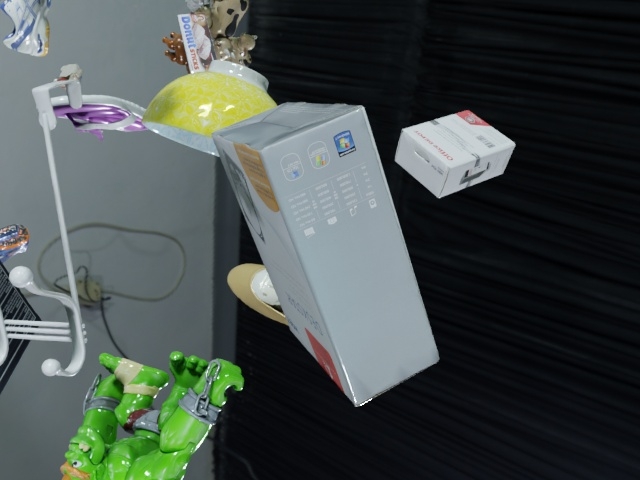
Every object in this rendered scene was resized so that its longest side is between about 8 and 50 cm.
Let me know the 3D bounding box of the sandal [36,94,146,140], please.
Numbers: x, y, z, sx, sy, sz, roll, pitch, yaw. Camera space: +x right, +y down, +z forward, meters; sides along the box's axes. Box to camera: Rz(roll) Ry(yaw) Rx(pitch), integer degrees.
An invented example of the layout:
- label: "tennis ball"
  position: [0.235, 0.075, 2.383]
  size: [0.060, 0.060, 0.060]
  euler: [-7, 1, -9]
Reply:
- label: "sandal"
  position: [-0.614, -0.341, 1.744]
  size: [0.416, 0.169, 0.102]
  euler: [-10, 89, -66]

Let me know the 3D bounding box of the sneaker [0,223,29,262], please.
- label: "sneaker"
  position: [-0.887, 0.035, 1.624]
  size: [0.221, 0.083, 0.087]
  euler: [-19, 152, -21]

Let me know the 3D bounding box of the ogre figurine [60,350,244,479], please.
- label: "ogre figurine"
  position: [-0.145, 0.157, 0.493]
  size: [0.097, 0.197, 0.118]
  euler: [57, 40, -47]

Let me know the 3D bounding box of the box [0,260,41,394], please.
- label: "box"
  position: [-0.752, 0.168, 1.204]
  size: [0.296, 0.182, 0.294]
  euler: [-90, 165, -56]

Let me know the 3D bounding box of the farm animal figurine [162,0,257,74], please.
- label: "farm animal figurine"
  position: [-0.296, -0.628, 1.846]
  size: [0.330, 0.172, 0.327]
  euler: [-29, 147, -54]

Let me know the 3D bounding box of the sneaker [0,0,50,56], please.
- label: "sneaker"
  position: [-0.836, -0.679, 1.722]
  size: [0.131, 0.112, 0.297]
  euler: [3, 110, -26]

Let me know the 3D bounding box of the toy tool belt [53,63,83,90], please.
- label: "toy tool belt"
  position: [-0.568, -0.361, 1.383]
  size: [0.051, 0.052, 0.083]
  euler: [77, 11, -46]

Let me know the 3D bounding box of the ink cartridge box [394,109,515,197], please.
- label: "ink cartridge box"
  position: [0.188, -0.125, 0.858]
  size: [0.135, 0.099, 0.056]
  euler: [-21, 141, -30]

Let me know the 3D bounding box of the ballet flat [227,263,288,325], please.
- label: "ballet flat"
  position: [-0.033, 0.088, 0.891]
  size: [0.080, 0.232, 0.073]
  euler: [-55, 169, -32]

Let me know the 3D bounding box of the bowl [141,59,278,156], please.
- label: "bowl"
  position: [-0.176, -0.246, 1.153]
  size: [0.289, 0.289, 0.156]
  euler: [18, 88, -57]

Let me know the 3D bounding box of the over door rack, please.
- label: "over door rack"
  position: [-0.389, -0.012, 0.668]
  size: [0.108, 0.239, 0.324]
  euler: [-14, 104, -73]

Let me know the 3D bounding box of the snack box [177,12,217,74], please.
- label: "snack box"
  position: [-0.276, -0.441, 1.370]
  size: [0.064, 0.178, 0.022]
  euler: [-11, 155, -13]

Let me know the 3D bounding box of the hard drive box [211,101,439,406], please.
- label: "hard drive box"
  position: [0.000, 0.000, 0.552]
  size: [0.089, 0.181, 0.232]
  euler: [-26, 110, -14]
